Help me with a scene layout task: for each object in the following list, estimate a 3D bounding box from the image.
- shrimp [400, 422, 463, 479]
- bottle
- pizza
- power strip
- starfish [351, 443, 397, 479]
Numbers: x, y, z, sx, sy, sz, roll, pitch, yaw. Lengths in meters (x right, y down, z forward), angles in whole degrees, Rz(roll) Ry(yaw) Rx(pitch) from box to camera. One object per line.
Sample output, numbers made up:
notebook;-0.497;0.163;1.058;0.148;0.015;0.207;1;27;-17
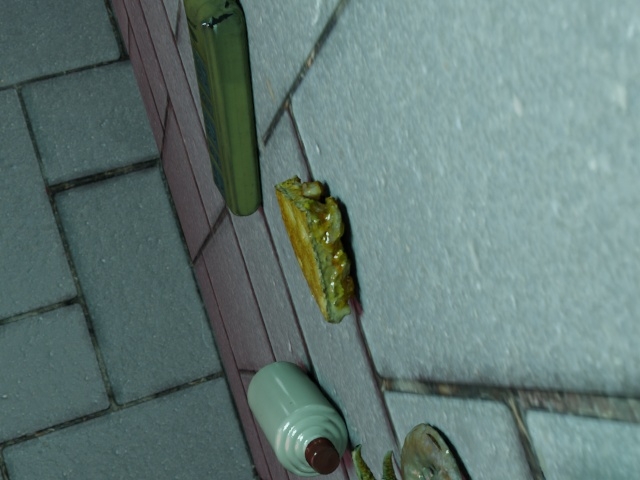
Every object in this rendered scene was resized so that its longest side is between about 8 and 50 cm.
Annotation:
shrimp;0.118;0.250;0.742;0.223;0.047;0.126;-123;29;-57
bottle;-0.029;0.256;1.190;0.245;0.104;0.104;-147;42;-70
pizza;0.000;0.000;0.892;0.134;0.046;0.175;120;132;-72
power strip;-0.130;-0.191;1.139;0.387;0.066;0.092;89;157;-46
starfish;0.085;0.291;0.859;0.217;0.050;0.223;-110;-5;-57
